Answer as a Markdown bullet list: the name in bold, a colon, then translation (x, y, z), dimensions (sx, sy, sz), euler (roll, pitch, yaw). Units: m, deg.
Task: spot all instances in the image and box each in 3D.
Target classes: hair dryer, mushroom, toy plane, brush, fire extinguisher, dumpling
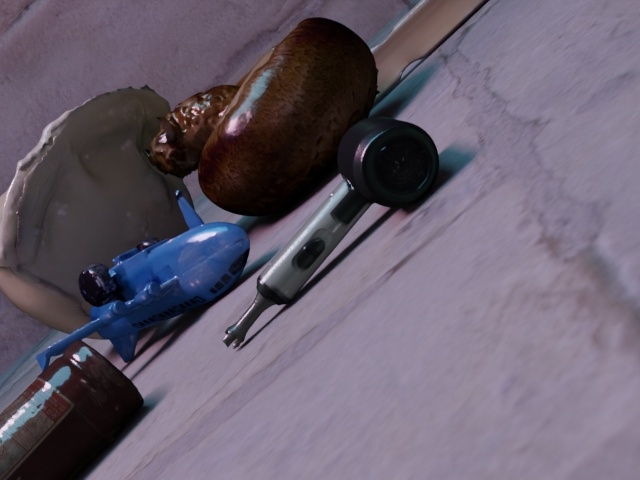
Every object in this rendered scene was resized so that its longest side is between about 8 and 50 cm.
- **hair dryer**: translation (0.000, 0.000, 0.685), dimensions (0.197, 0.057, 0.100), euler (-51, 8, 5)
- **mushroom**: translation (-0.054, -0.130, 1.160), dimensions (0.278, 0.163, 0.297), euler (-34, 10, 4)
- **toy plane**: translation (-0.161, 0.041, 1.007), dimensions (0.271, 0.105, 0.254), euler (-40, -6, 41)
- **brush**: translation (0.111, -0.252, 1.326), dimensions (0.321, 0.060, 0.050), euler (-43, -4, -1)
- **fire extinguisher**: translation (-0.252, 0.174, 0.740), dimensions (0.252, 0.106, 0.075), euler (-46, 29, -21)
- **dumpling**: translation (-0.271, -0.042, 1.235), dimensions (0.395, 0.233, 0.315), euler (38, -110, -70)
